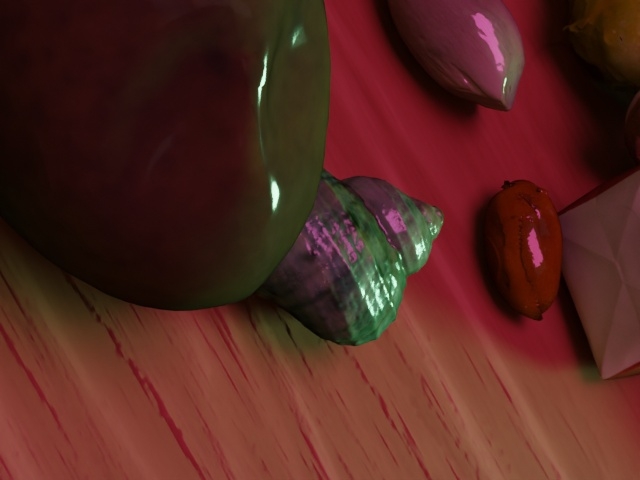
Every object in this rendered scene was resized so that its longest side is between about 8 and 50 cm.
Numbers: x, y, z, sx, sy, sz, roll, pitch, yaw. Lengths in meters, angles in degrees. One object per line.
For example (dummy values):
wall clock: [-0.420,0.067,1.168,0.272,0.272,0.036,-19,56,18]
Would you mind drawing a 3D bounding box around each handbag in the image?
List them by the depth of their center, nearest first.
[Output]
handbag: [0.365,0.017,1.737,0.298,0.151,0.171,-5,70,-43]

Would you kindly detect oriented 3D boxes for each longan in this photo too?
longan: [-0.130,-0.117,1.308,0.288,0.288,0.350,-29,110,-41]

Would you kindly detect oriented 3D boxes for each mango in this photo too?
mango: [0.180,0.005,1.654,0.077,0.063,0.127,16,63,-41]

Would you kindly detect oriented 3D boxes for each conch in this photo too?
conch: [-0.001,-0.002,1.483,0.188,0.122,0.176,13,40,-37]

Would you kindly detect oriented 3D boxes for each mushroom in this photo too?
mushroom: [0.111,-0.205,1.671,0.097,0.088,0.212,-29,85,-51]

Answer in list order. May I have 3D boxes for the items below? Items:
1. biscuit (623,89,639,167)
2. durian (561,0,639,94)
biscuit: [0.356,-0.122,1.748,0.049,0.181,0.208,61,3,32]
durian: [0.372,-0.258,1.822,0.340,0.204,0.255,-4,86,-38]
